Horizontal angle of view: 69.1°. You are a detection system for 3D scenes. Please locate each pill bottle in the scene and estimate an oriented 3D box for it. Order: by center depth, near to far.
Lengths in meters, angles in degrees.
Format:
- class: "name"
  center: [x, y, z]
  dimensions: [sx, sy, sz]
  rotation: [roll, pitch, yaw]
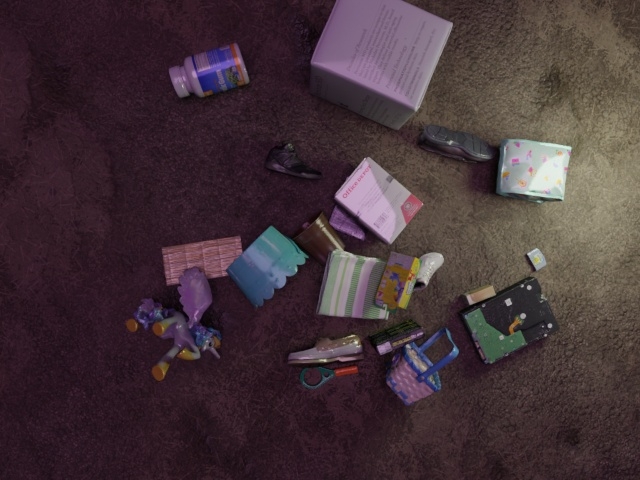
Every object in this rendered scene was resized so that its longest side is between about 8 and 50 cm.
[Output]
- class: "pill bottle"
  center: [-0.417, -0.628, 1.745]
  dimensions: [0.271, 0.152, 0.153]
  rotation: [-18, 91, -3]

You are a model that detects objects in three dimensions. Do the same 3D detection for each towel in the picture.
- class: "towel"
  center: [0.149, 0.176, 1.772]
  dimensions: [0.324, 0.038, 0.248]
  rotation: [11, 91, -32]

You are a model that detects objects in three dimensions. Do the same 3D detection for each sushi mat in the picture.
- class: "sushi mat"
  center: [-0.457, 0.077, 1.814]
  dimensions: [0.316, 0.019, 0.152]
  rotation: [-9, 92, -3]

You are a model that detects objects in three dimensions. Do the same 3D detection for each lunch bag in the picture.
- class: "lunch bag"
  center: [0.811, -0.272, 1.817]
  dimensions: [0.262, 0.160, 0.224]
  rotation: [7, 91, -9]

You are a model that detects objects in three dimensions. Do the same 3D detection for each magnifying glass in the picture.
- class: "magnifying glass"
  center: [0.033, 0.529, 1.845]
  dimensions: [0.230, 0.026, 0.092]
  rotation: [-9, 91, -1]

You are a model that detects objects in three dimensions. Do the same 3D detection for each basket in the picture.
- class: "basket"
  center: [0.385, 0.459, 1.749]
  dimensions: [0.289, 0.255, 0.201]
  rotation: [-39, 90, 9]

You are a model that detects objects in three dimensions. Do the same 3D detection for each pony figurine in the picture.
- class: "pony figurine"
  center: [-0.519, 0.304, 1.676]
  dimensions: [0.302, 0.363, 0.351]
  rotation: [-36, 80, 12]

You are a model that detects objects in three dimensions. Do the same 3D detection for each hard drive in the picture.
- class: "hard drive"
  center: [0.754, 0.321, 1.864]
  dimensions: [0.338, 0.064, 0.237]
  rotation: [-27, 92, -4]

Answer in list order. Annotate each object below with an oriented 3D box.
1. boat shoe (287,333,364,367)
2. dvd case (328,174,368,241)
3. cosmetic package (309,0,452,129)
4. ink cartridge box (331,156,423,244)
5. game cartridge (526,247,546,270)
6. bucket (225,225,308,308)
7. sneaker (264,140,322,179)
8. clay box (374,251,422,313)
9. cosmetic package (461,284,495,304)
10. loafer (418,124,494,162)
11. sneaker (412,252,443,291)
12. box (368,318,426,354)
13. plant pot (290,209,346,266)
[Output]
- class: "boat shoe"
  center: [0.016, 0.430, 1.804]
  dimensions: [0.301, 0.113, 0.104]
  rotation: [-2, 67, -14]
- class: "dvd case"
  center: [0.140, -0.128, 1.847]
  dimensions: [0.164, 0.018, 0.222]
  rotation: [22, 89, -4]
- class: "cosmetic package"
  center: [0.197, -0.655, 1.692]
  dimensions: [0.393, 0.329, 0.328]
  rotation: [23, 90, -2]
- class: "ink cartridge box"
  center: [0.214, -0.151, 1.783]
  dimensions: [0.283, 0.117, 0.207]
  rotation: [40, 88, -4]
- class: "game cartridge"
  center: [0.882, 0.076, 1.893]
  dimensions: [0.056, 0.017, 0.083]
  rotation: [-31, 92, -6]
- class: "bucket"
  center: [-0.200, 0.090, 1.708]
  dimensions: [0.281, 0.281, 0.183]
  rotation: [-44, 94, -2]
- class: "sneaker"
  center: [-0.094, -0.310, 1.798]
  dimensions: [0.227, 0.087, 0.131]
  rotation: [17, 96, 2]
- class: "clay box"
  center: [0.290, 0.162, 1.756]
  dimensions: [0.053, 0.127, 0.222]
  rotation: [21, 87, -37]
- class: "cosmetic package"
  center: [0.632, 0.217, 1.858]
  dimensions: [0.115, 0.060, 0.041]
  rotation: [-21, 91, -4]
- class: "loafer"
  center: [0.536, -0.373, 1.846]
  dimensions: [0.302, 0.095, 0.109]
  rotation: [17, 59, -8]
- class: "sneaker"
  center: [0.399, 0.139, 1.804]
  dimensions: [0.232, 0.115, 0.090]
  rotation: [-38, 115, -6]
- class: "box"
  center: [0.288, 0.367, 1.777]
  dimensions: [0.190, 0.184, 0.045]
  rotation: [-21, 89, -4]
- class: "plant pot"
  center: [0.000, 0.000, 1.776]
  dimensions: [0.167, 0.167, 0.165]
  rotation: [-43, 100, -2]
